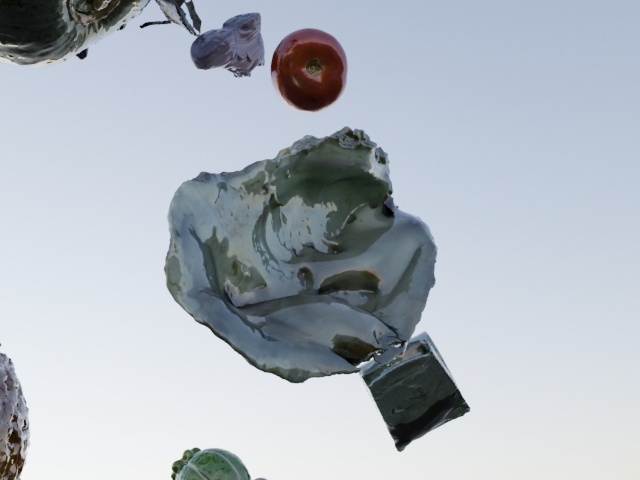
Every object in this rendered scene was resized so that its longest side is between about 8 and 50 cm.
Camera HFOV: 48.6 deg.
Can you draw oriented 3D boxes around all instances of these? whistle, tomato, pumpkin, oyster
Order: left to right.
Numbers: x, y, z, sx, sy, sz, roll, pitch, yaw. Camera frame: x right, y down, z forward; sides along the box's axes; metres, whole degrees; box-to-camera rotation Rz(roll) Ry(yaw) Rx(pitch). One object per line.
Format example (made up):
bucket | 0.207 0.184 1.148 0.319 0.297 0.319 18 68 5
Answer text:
pumpkin | -0.362 -0.398 0.979 0.327 0.257 0.292 -33 -16 -36
tomato | -0.027 -0.395 1.657 0.195 0.195 0.136 3 3 -16
oyster | -0.001 -0.005 0.442 0.199 0.252 0.087 33 -59 -22
whistle | 0.181 0.297 1.382 0.168 0.188 0.405 -29 -10 2

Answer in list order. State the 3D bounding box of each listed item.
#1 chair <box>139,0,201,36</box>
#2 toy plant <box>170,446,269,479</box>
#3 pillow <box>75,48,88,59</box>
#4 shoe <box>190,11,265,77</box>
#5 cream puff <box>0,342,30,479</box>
chair | -0.370 -0.595 1.746 0.213 0.149 0.174 25 -16 29
toy plant | -0.104 0.302 0.817 0.162 0.093 0.093 30 -16 22
pillow | -0.521 -0.528 1.466 0.185 0.250 0.106 26 -1 -33
shoe | -0.212 -0.442 1.692 0.095 0.245 0.138 6 -52 33
cream puff | -0.386 0.178 0.565 0.302 0.303 0.212 0 -11 -12
